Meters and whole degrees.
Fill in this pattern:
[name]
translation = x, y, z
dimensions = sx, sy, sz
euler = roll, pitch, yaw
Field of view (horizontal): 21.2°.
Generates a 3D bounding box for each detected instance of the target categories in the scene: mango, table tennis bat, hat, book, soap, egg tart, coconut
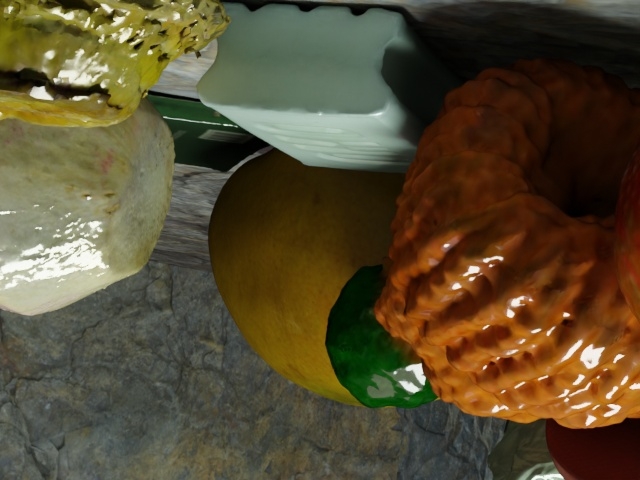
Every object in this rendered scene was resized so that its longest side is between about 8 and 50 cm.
[mango]
translation = 0.029, 0.019, 1.766
dimensions = 0.232, 0.300, 0.445
euler = -18, -165, -33
[table tennis bat]
translation = 0.286, 0.111, 1.404
dimensions = 0.200, 0.038, 0.310
euler = -10, -151, 19
[hat]
translation = 0.139, 0.062, 1.370
dimensions = 0.285, 0.285, 0.400
euler = 10, 140, -27
[book]
translation = -0.246, -0.131, 1.840
dimensions = 0.371, 0.043, 0.260
euler = 7, 172, -16
[soap]
translation = 0.020, -0.119, 1.405
dimensions = 0.159, 0.088, 0.265
euler = 4, 173, 17
[egg tart]
translation = -0.214, -0.149, 1.234
dimensions = 0.294, 0.123, 0.294
euler = 8, 175, 1
[coconut]
translation = -0.269, -0.062, 1.524
dimensions = 0.259, 0.259, 0.259
euler = 7, 174, 1

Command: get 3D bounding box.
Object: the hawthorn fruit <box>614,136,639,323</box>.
[hawthorn fruit]
translation = 0.336, -0.025, 1.108
dimensions = 0.284, 0.284, 0.284
euler = 7, 174, 1

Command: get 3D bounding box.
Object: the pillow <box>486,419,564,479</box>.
[pillow]
translation = 0.313, 0.148, 1.508
dimensions = 0.310, 0.283, 0.138
euler = 1, 134, 19
